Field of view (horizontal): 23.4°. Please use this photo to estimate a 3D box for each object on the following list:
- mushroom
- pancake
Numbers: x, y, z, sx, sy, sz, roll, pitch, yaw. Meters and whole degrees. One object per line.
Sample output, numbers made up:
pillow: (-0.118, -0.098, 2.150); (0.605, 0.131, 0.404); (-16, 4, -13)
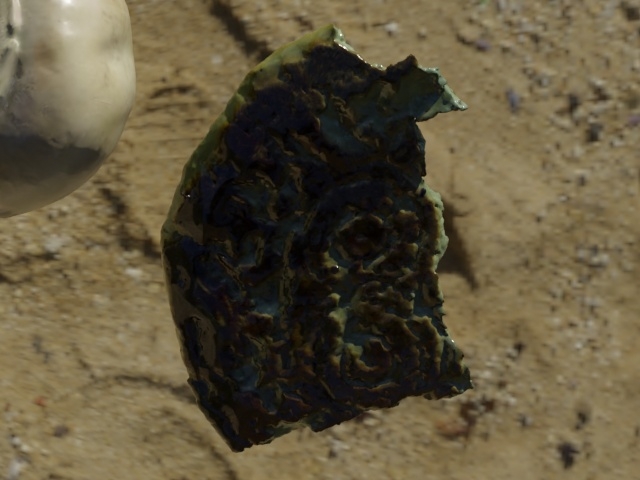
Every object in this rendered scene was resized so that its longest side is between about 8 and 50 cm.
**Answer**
mushroom: (-0.347, -0.175, 1.408); (0.336, 0.314, 0.314); (15, 83, -56)
pancake: (-0.006, 0.001, 1.500); (0.305, 0.067, 0.427); (-2, 106, 6)
